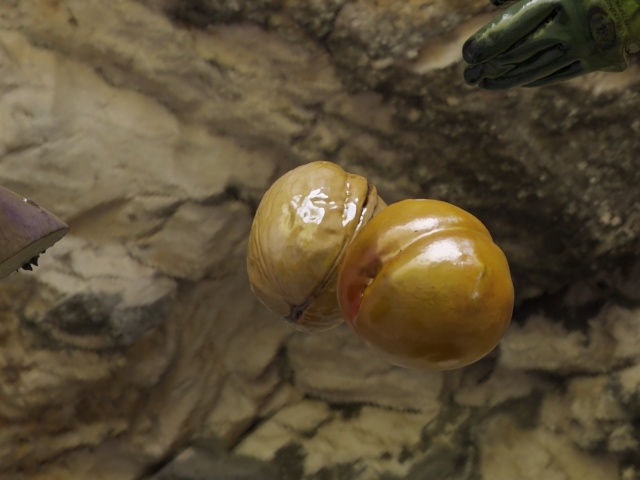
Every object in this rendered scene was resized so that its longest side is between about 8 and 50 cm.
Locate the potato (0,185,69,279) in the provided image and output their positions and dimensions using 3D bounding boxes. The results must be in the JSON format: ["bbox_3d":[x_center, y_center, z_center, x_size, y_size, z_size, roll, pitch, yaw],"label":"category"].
[{"bbox_3d":[-0.209,-0.015,0.743,0.100,0.172,0.089,50,-56,1],"label":"potato"}]

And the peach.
[{"bbox_3d":[0.080,0.039,1.020,0.138,0.138,0.138,28,-44,31],"label":"peach"}]

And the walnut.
[{"bbox_3d":[0.000,0.000,1.284,0.144,0.180,0.144,18,-39,15],"label":"walnut"}]

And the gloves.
[{"bbox_3d":[0.258,-0.223,1.298,0.135,0.268,0.107,64,-18,5],"label":"gloves"}]
